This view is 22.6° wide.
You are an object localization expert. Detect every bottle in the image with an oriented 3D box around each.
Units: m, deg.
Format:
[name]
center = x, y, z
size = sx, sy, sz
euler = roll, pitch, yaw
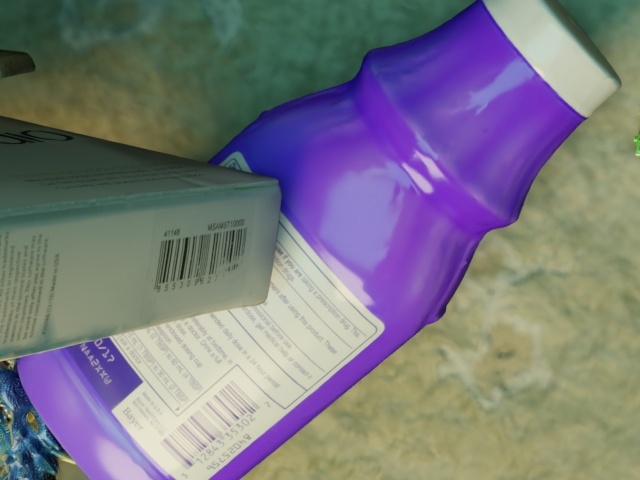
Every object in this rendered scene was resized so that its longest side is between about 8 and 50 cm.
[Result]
[bottle]
center = 0.000, 0.000, 0.692
size = 0.283, 0.092, 0.118
euler = -42, 85, 16

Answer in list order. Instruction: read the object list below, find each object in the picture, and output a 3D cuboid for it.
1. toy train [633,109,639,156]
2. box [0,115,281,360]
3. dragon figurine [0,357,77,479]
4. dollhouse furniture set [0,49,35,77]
[toy train]
center = 0.148, -0.073, 0.683
size = 0.017, 0.024, 0.083
euler = 12, 102, 10
[box]
center = -0.210, -0.022, 0.615
size = 0.322, 0.232, 0.058
euler = 13, 102, 29
[dragon figurine]
center = -0.144, 0.190, 0.764
size = 0.144, 0.085, 0.289
euler = -15, 96, 15
[dollhouse furniture set]
center = -0.201, -0.181, 0.614
size = 0.135, 0.259, 0.262
euler = -10, 98, 11
